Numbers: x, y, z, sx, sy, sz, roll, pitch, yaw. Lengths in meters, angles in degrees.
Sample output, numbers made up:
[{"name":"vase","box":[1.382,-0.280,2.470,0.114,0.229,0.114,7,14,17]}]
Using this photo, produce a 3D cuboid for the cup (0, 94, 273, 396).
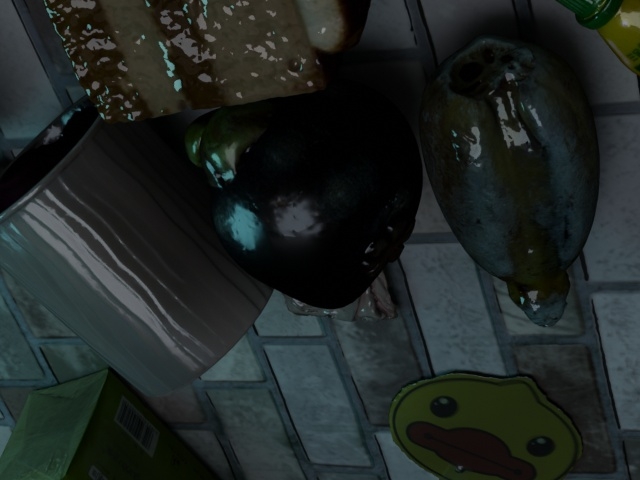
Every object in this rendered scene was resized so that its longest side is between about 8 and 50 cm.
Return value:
[{"name":"cup","box":[-0.224,0.014,1.593,0.288,0.208,0.273,-31,113,36]}]

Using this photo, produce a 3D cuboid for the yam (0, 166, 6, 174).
[{"name":"yam","box":[-0.440,0.005,1.779,0.071,0.067,0.317,36,135,-22]}]

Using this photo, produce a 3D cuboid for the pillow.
[{"name":"pillow","box":[0.000,0.000,1.634,0.135,0.049,0.248,5,132,21]}]

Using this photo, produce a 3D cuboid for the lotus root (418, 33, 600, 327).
[{"name":"lotus root","box":[0.184,-0.055,1.456,0.158,0.140,0.322,-17,134,2]}]

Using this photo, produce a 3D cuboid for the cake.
[{"name":"cake","box":[-0.076,-0.239,1.325,0.293,0.198,0.196,-6,126,19]}]

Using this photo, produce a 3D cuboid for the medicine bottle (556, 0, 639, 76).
[{"name":"medicine bottle","box":[0.268,-0.200,1.321,0.309,0.076,0.111,30,134,-9]}]

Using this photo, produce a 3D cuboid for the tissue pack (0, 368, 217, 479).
[{"name":"tissue pack","box":[-0.263,0.332,1.945,0.167,0.200,0.274,-19,124,31]}]

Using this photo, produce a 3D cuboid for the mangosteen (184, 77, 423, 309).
[{"name":"mangosteen","box":[-0.016,-0.062,1.440,0.243,0.243,0.243,10,136,10]}]

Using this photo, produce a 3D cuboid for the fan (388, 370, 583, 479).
[{"name":"fan","box":[0.178,0.255,1.851,0.230,0.011,0.335,23,135,-4]}]
